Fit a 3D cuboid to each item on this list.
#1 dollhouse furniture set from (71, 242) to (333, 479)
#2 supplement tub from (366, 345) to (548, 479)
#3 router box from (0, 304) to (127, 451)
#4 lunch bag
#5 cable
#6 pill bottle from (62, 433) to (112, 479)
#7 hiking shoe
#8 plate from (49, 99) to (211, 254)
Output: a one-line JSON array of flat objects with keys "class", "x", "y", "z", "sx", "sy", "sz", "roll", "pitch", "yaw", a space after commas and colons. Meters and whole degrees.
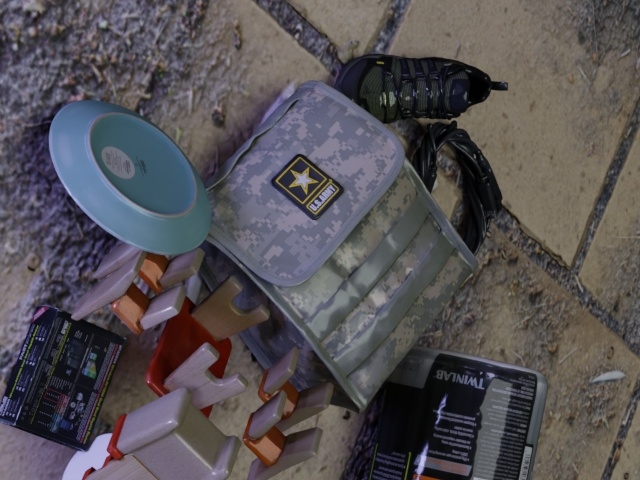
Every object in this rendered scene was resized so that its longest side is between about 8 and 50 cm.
[{"class": "dollhouse furniture set", "x": -0.137, "y": 0.148, "z": 1.419, "sx": 0.262, "sy": 0.135, "sz": 0.259, "roll": 47, "pitch": 28, "yaw": -18}, {"class": "supplement tub", "x": 0.150, "y": 0.293, "z": 1.741, "sx": 0.193, "sy": 0.193, "sz": 0.316, "roll": 17, "pitch": 83, "yaw": -44}, {"class": "router box", "x": -0.253, "y": 0.135, "z": 1.437, "sx": 0.092, "sy": 0.038, "sz": 0.122, "roll": 30, "pitch": 74, "yaw": -41}, {"class": "lunch bag", "x": 0.000, "y": 0.000, "z": 1.586, "sx": 0.235, "sy": 0.169, "sz": 0.287, "roll": -48, "pitch": 117, "yaw": -25}, {"class": "cable", "x": 0.155, "y": -0.061, "z": 1.817, "sx": 0.150, "sy": 0.047, "sz": 0.184, "roll": -43, "pitch": 125, "yaw": -27}, {"class": "pill bottle", "x": -0.163, "y": 0.286, "z": 1.487, "sx": 0.215, "sy": 0.117, "sz": 0.117, "roll": 48, "pitch": 62, "yaw": -37}, {"class": "hiking shoe", "x": 0.115, "y": -0.180, "z": 1.709, "sx": 0.227, "sy": 0.114, "sz": 0.086, "roll": -17, "pitch": 106, "yaw": -42}, {"class": "plate", "x": -0.177, "y": -0.068, "z": 1.421, "sx": 0.188, "sy": 0.024, "sz": 0.188, "roll": 31, "pitch": 36, "yaw": -26}]
